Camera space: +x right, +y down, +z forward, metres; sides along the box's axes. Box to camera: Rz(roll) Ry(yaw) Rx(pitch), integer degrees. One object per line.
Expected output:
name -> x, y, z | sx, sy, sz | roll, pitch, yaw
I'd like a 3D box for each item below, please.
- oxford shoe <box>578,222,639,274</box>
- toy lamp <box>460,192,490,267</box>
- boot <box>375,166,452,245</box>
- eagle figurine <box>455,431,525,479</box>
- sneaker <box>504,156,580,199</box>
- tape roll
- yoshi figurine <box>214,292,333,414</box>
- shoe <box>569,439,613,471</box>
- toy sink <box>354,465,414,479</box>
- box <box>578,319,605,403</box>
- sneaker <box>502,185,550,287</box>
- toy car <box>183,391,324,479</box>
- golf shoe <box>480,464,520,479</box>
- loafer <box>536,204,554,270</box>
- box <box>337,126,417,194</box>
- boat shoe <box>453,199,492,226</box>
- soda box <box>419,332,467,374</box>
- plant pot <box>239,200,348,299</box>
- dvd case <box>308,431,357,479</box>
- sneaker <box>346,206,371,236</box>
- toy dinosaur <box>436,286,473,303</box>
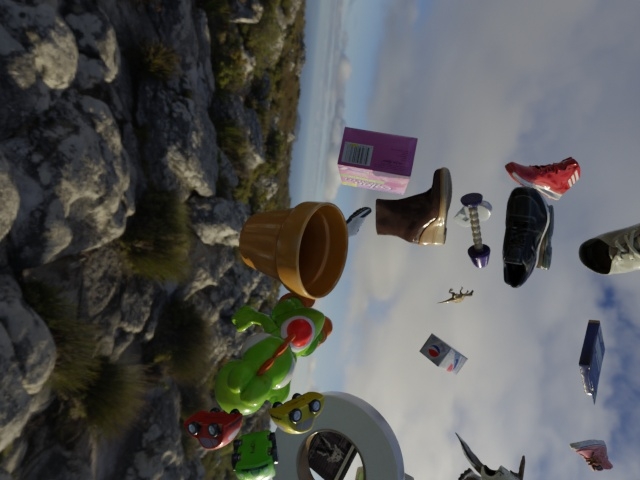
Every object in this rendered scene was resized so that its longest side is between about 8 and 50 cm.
oxford shoe -> 0.961, 0.015, 1.246 | 0.449, 0.130, 0.169 | 131, -48, -72
toy lamp -> 0.527, -0.026, 1.425 | 0.080, 0.080, 0.275 | -87, 159, -60
boot -> 0.249, -0.095, 1.162 | 0.090, 0.206, 0.249 | -51, 145, -46
eagle figurine -> 0.641, 0.923, 1.645 | 0.225, 0.298, 0.226 | 51, 58, -32
sneaker -> 0.654, -0.210, 1.219 | 0.128, 0.221, 0.087 | -55, -151, 38
tape roll -> 0.040, 0.632, 1.180 | 0.072, 0.391, 0.392 | 20, 74, -65
yoshi figurine -> -0.114, 0.250, 0.929 | 0.362, 0.203, 0.203 | -35, 135, -65
shoe -> 0.815, 0.644, 1.255 | 0.063, 0.178, 0.081 | -37, -134, 39
toy sink -> 0.175, 0.826, 1.276 | 0.153, 0.131, 0.234 | -42, -159, 47
box -> 0.835, 0.372, 1.293 | 0.225, 0.036, 0.136 | -48, 123, -37
sneaker -> 0.538, 0.001, 1.115 | 0.124, 0.107, 0.283 | -43, 130, -42
toy car -> -0.098, 0.306, 0.639 | 0.225, 0.238, 0.053 | 178, -96, -83
golf shoe -> 0.544, 0.702, 1.215 | 0.176, 0.069, 0.086 | -18, -104, 43
loafer -> 0.870, -0.010, 1.664 | 0.096, 0.084, 0.268 | -26, 116, -47
box -> 0.173, -0.239, 1.302 | 0.243, 0.213, 0.117 | 40, 61, -82
boat shoe -> 0.583, -0.122, 1.594 | 0.084, 0.095, 0.258 | -55, -179, -9
soda box -> 0.500, 0.462, 1.687 | 0.091, 0.098, 0.286 | -54, 143, 0
plant pot -> -0.068, 0.011, 0.926 | 0.205, 0.187, 0.205 | -19, 113, -55
dvd case -> 0.023, 0.709, 1.432 | 0.221, 0.018, 0.165 | 11, -117, 49
sneaker -> 0.085, -0.041, 1.042 | 0.109, 0.044, 0.040 | -39, -165, 6
toy dinosaur -> 0.641, 0.271, 1.993 | 0.053, 0.183, 0.093 | -97, 163, -47
